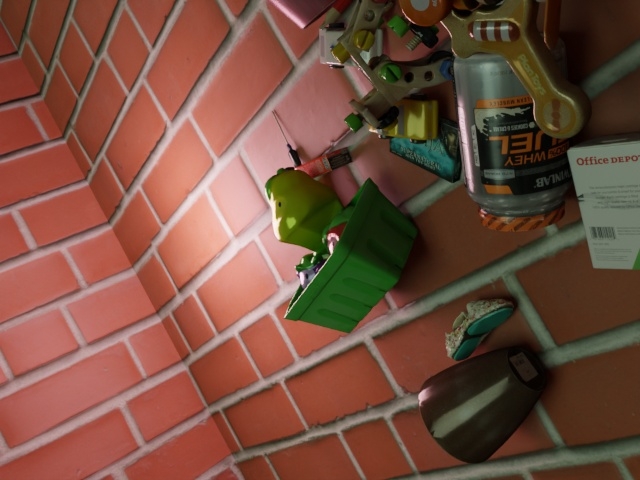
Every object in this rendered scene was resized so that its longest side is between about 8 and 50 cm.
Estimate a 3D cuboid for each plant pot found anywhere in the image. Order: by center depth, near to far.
[{"bbox_3d":[-0.045,-0.558,1.680,0.180,0.201,0.201,51,147,-8],"label":"plant pot"},{"bbox_3d":[0.363,0.328,1.699,0.215,0.215,0.230,53,130,16],"label":"plant pot"}]

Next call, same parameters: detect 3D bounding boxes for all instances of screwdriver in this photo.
[{"bbox_3d":[-0.093,-0.262,2.066,0.169,0.025,0.024,61,146,4],"label":"screwdriver"}]

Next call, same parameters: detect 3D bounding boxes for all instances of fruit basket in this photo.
[{"bbox_3d":[0.000,0.000,1.873,0.392,0.283,0.392,16,141,13],"label":"fruit basket"}]

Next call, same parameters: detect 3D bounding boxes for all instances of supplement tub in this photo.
[{"bbox_3d":[0.338,-0.187,1.387,0.194,0.194,0.315,14,123,49],"label":"supplement tub"}]

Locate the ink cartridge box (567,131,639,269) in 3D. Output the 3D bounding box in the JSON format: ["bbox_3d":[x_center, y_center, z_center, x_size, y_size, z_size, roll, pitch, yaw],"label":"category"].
[{"bbox_3d":[0.518,-0.067,1.311,0.160,0.093,0.219,1,112,52],"label":"ink cartridge box"}]

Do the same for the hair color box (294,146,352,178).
[{"bbox_3d":[0.006,-0.184,1.941,0.141,0.072,0.043,-15,99,55],"label":"hair color box"}]

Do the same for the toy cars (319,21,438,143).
[{"bbox_3d":[0.098,-0.335,1.675,0.393,0.087,0.176,57,139,22],"label":"toy cars"}]

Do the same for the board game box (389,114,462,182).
[{"bbox_3d":[0.222,-0.212,1.675,0.186,0.026,0.126,32,135,38],"label":"board game box"}]

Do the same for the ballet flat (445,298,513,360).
[{"bbox_3d":[0.333,0.179,1.733,0.241,0.091,0.077,-59,40,47],"label":"ballet flat"}]

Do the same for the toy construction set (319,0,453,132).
[{"bbox_3d":[0.087,-0.353,1.526,0.237,0.257,0.309,-46,48,10],"label":"toy construction set"}]

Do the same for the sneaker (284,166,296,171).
[{"bbox_3d":[-0.051,-0.102,2.076,0.190,0.071,0.083,60,152,6],"label":"sneaker"}]

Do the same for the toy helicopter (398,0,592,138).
[{"bbox_3d":[0.298,-0.311,1.161,0.235,0.140,0.355,-25,103,48],"label":"toy helicopter"}]
